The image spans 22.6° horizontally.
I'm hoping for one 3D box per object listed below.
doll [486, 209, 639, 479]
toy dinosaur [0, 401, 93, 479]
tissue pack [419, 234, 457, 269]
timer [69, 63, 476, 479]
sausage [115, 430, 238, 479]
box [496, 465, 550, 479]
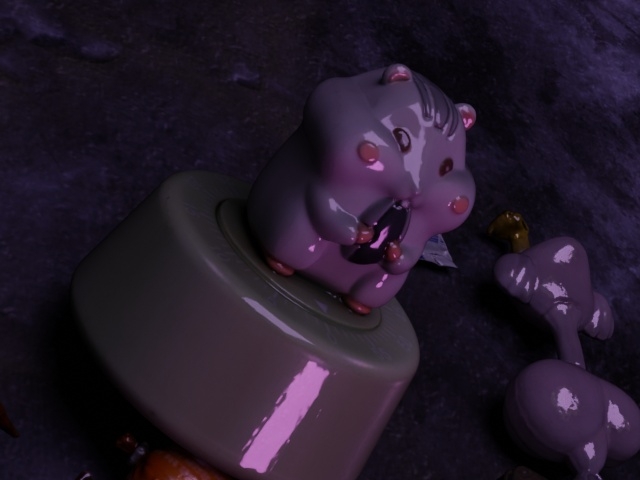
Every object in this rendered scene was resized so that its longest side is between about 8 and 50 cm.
[{"bbox_3d":[0.251,0.112,1.654,0.160,0.094,0.365,27,40,-26],"label":"doll"},{"bbox_3d":[-0.216,0.197,1.089,0.327,0.113,0.207,56,45,-31],"label":"toy dinosaur"},{"bbox_3d":[0.073,-0.057,1.707,0.122,0.026,0.193,12,47,-36],"label":"tissue pack"},{"bbox_3d":[0.000,0.000,1.285,0.290,0.315,0.291,34,19,-13],"label":"timer"},{"bbox_3d":[-0.048,0.265,1.229,0.312,0.093,0.093,47,37,5],"label":"sausage"},{"bbox_3d":[0.219,0.345,1.358,0.273,0.143,0.184,32,39,-15],"label":"box"}]
